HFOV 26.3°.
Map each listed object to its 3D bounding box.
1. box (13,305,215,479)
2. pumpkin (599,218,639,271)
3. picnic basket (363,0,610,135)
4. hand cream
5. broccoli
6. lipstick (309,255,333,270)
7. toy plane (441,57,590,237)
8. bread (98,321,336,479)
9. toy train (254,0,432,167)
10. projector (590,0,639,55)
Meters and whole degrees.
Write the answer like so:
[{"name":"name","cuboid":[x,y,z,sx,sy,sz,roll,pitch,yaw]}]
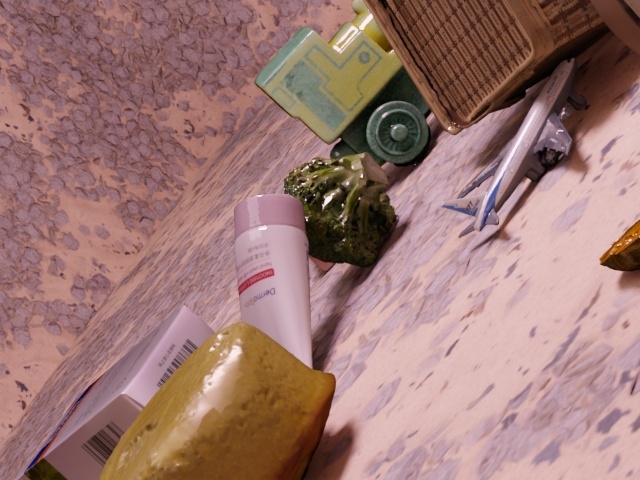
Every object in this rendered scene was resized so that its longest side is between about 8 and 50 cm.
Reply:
[{"name":"box","cuboid":[-0.274,0.246,1.906,0.299,0.106,0.200,-38,12,37]},{"name":"pumpkin","cuboid":[0.232,0.003,0.986,0.050,0.028,0.083,-48,2,-12]},{"name":"picnic basket","cuboid":[0.179,-0.267,1.471,0.175,0.228,0.313,-30,-3,-17]},{"name":"hand cream","cuboid":[-0.053,0.076,1.532,0.133,0.083,0.248,-39,49,51]},{"name":"broccoli","cuboid":[0.024,-0.043,1.665,0.138,0.146,0.162,-46,14,29]},{"name":"lipstick","cuboid":[0.000,0.000,1.871,0.045,0.045,0.145,-46,11,4]},{"name":"toy plane","cuboid":[0.204,-0.093,1.362,0.226,0.058,0.226,-49,9,-22]},{"name":"bread","cuboid":[-0.100,0.206,1.260,0.270,0.148,0.270,-50,9,11]},{"name":"toy train","cuboid":[0.112,-0.267,1.868,0.369,0.237,0.150,-47,9,2]},{"name":"projector","cuboid":[0.341,-0.265,1.161,0.242,0.163,0.177,-40,11,24]}]
